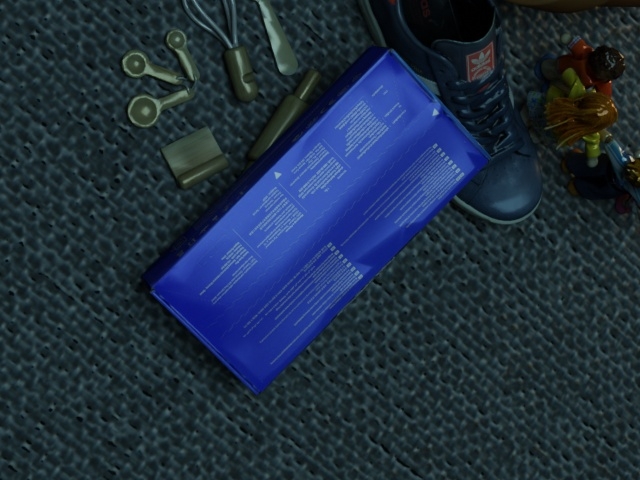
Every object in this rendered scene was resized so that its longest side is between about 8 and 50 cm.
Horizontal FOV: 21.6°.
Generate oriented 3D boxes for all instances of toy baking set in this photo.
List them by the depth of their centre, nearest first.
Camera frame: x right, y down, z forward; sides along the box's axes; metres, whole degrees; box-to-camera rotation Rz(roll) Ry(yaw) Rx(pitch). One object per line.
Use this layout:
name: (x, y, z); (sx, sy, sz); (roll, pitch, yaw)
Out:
toy baking set: (-0.095, -0.176, 1.765); (0.197, 0.030, 0.256); (41, 74, -18)

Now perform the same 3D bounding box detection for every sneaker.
sneaker: (0.157, -0.172, 1.811); (0.131, 0.148, 0.350); (-35, 103, -20)

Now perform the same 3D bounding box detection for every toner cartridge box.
toner cartridge box: (-0.005, -0.023, 1.739); (0.348, 0.075, 0.165); (-45, 108, -4)

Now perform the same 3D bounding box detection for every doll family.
doll family: (0.314, -0.100, 1.870); (0.118, 0.163, 0.263); (-39, 104, -19)

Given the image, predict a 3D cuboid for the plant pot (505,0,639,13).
plant pot: (0.320, -0.376, 1.830); (0.203, 0.291, 0.291); (10, 85, -39)
